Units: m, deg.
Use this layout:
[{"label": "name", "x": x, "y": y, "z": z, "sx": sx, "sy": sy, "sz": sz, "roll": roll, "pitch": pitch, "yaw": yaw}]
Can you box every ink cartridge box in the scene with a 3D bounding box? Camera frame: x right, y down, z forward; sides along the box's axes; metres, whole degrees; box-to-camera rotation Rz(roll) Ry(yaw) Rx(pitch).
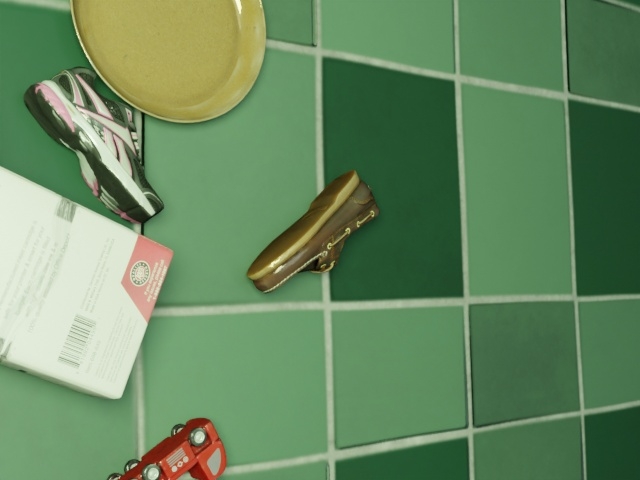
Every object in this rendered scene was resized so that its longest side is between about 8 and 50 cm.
[{"label": "ink cartridge box", "x": -0.271, "y": 0.039, "z": 0.830, "sx": 0.218, "sy": 0.092, "sz": 0.158, "roll": 30, "pitch": 69, "yaw": -34}]

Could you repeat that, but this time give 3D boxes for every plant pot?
[{"label": "plant pot", "x": -0.166, "y": -0.243, "z": 0.972, "sx": 0.236, "sy": 0.032, "sz": 0.236, "roll": 4, "pitch": 84, "yaw": -38}]

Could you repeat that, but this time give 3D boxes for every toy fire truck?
[{"label": "toy fire truck", "x": -0.163, "y": 0.289, "z": 0.920, "sx": 0.192, "sy": 0.047, "sz": 0.135, "roll": -35, "pitch": 107, "yaw": -35}]

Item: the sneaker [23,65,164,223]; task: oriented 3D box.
[{"label": "sneaker", "x": -0.210, "y": -0.101, "z": 0.901, "sx": 0.077, "sy": 0.072, "sz": 0.178, "roll": -47, "pitch": 114, "yaw": -30}]

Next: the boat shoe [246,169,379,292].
[{"label": "boat shoe", "x": 0.000, "y": 0.000, "z": 1.053, "sx": 0.207, "sy": 0.073, "sz": 0.073, "roll": -44, "pitch": 110, "yaw": -31}]
